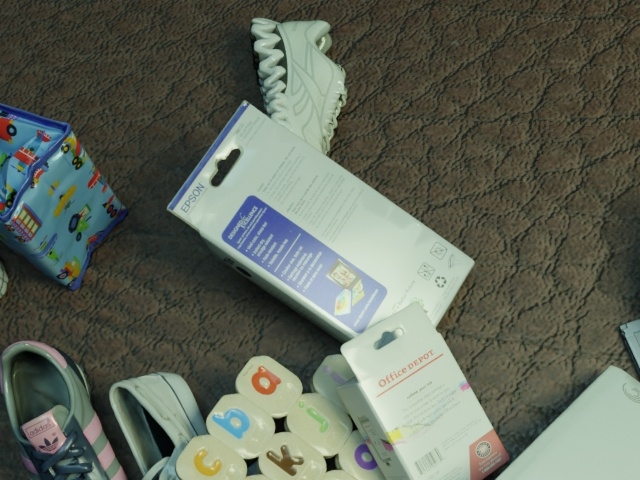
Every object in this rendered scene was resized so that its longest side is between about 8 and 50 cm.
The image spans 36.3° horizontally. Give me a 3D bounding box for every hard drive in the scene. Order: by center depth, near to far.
[{"bbox_3d":[0.291,0.278,0.935,0.233,0.047,0.353,39,41,22],"label":"hard drive"}]

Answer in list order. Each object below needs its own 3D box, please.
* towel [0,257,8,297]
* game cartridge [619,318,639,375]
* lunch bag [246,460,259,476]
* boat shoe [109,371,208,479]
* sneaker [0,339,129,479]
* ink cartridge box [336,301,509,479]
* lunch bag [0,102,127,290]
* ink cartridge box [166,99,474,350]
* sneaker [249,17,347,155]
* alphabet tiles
[{"bbox_3d":[-0.539,-0.033,1.200,0.121,0.235,0.283,-43,67,-5],"label":"towel"},{"bbox_3d":[0.383,0.127,1.113,0.056,0.017,0.083,-19,65,3],"label":"game cartridge"},{"bbox_3d":[-0.046,0.279,1.087,0.071,0.053,0.083,-43,77,-9],"label":"lunch bag"},{"bbox_3d":[-0.153,0.258,1.070,0.096,0.088,0.268,-47,59,32],"label":"boat shoe"},{"bbox_3d":[-0.285,0.253,1.088,0.112,0.131,0.319,-30,65,-6],"label":"sneaker"},{"bbox_3d":[0.100,0.179,1.049,0.115,0.067,0.198,-28,88,-25],"label":"ink cartridge box"},{"bbox_3d":[-0.422,-0.087,1.212,0.293,0.221,0.138,25,71,17],"label":"lunch bag"},{"bbox_3d":[0.000,0.000,1.132,0.332,0.065,0.165,36,74,-5],"label":"ink cartridge box"},{"bbox_3d":[-0.017,-0.172,1.262,0.118,0.110,0.292,-8,65,-5],"label":"sneaker"},{"bbox_3d":[-0.003,0.263,1.049,0.278,0.021,0.284,35,59,2],"label":"alphabet tiles"}]
